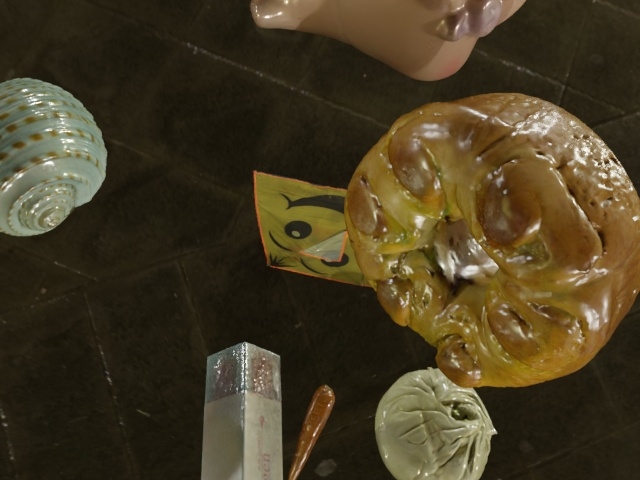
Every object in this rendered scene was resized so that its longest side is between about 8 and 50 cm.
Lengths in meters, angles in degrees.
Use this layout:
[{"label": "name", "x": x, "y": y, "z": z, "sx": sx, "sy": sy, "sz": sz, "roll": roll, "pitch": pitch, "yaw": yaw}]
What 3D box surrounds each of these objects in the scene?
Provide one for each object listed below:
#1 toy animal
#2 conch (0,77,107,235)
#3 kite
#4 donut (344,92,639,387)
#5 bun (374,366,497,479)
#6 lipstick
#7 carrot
[{"label": "toy animal", "x": 0.047, "y": -0.281, "z": 0.601, "sx": 0.269, "sy": 0.237, "sz": 0.326, "roll": -29, "pitch": 56, "yaw": -7}, {"label": "conch", "x": -0.149, "y": -0.046, "z": 0.323, "sx": 0.076, "sy": 0.056, "sz": 0.085, "roll": -34, "pitch": 94, "yaw": -12}, {"label": "kite", "x": 0.001, "y": -0.002, "z": 1.192, "sx": 0.377, "sy": 0.327, "sz": 0.013, "roll": 36, "pitch": 50, "yaw": -25}, {"label": "donut", "x": 0.124, "y": 0.001, "z": 0.483, "sx": 0.114, "sy": 0.226, "sz": 0.226, "roll": -28, "pitch": 75, "yaw": -32}, {"label": "bun", "x": 0.213, "y": 0.333, "z": 1.152, "sx": 0.229, "sy": 0.145, "sz": 0.229, "roll": 18, "pitch": 49, "yaw": -22}, {"label": "lipstick", "x": -0.095, "y": 0.314, "z": 0.786, "sx": 0.080, "sy": 0.076, "sz": 0.371, "roll": -25, "pitch": 52, "yaw": 29}, {"label": "carrot", "x": -0.023, "y": 0.393, "z": 1.289, "sx": 0.048, "sy": 0.048, "sz": 0.216, "roll": 22, "pitch": 90, "yaw": 2}]
